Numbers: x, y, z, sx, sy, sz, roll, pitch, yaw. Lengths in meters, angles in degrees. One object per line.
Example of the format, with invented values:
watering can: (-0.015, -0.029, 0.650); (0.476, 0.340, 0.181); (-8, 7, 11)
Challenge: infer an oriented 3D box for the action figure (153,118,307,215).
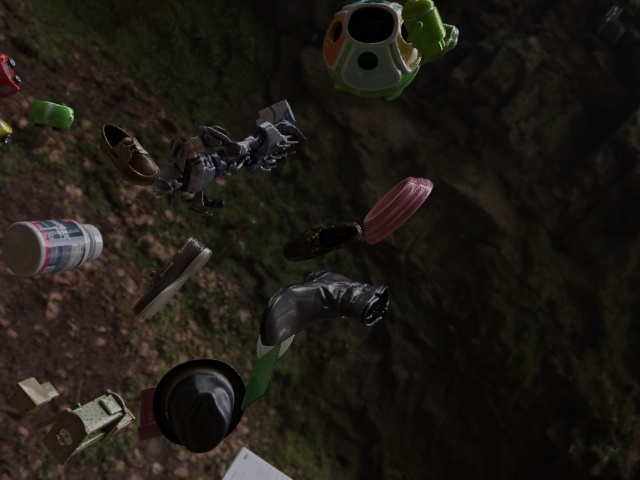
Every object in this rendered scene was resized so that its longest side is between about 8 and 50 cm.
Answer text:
action figure: (-0.165, -0.134, 1.145); (0.099, 0.285, 0.185); (52, -39, 13)

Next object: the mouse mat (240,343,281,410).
mouse mat: (-0.160, 0.367, 1.794); (0.007, 0.152, 0.190); (27, -38, -16)

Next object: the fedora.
fedora: (-0.372, 0.544, 2.100); (0.334, 0.334, 0.152); (48, 3, -27)

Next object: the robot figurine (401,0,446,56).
robot figurine: (0.196, -0.411, 1.269); (0.067, 0.101, 0.115); (-12, -59, 33)

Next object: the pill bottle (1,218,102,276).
pill bottle: (-0.536, 0.011, 1.353); (0.108, 0.108, 0.180); (34, 17, 18)

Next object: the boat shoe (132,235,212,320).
boat shoe: (-0.504, 0.123, 2.205); (0.097, 0.324, 0.116); (41, -16, 5)

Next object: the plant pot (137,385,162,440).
plant pot: (-0.590, 0.635, 2.490); (0.201, 0.201, 0.180); (118, -40, -72)

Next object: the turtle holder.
turtle holder: (0.163, -0.492, 1.720); (0.320, 0.243, 0.227); (28, -6, 9)

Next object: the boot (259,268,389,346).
boot: (0.020, 0.171, 1.657); (0.223, 0.338, 0.118); (13, -58, 30)

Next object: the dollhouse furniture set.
dollhouse furniture set: (-0.437, 0.288, 1.232); (0.161, 0.101, 0.182); (45, 20, 11)

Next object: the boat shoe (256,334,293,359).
boat shoe: (-0.136, 0.307, 2.326); (0.109, 0.305, 0.091); (22, -33, 5)

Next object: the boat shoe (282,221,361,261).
boat shoe: (0.000, 0.000, 1.647); (0.073, 0.207, 0.073); (-15, 85, -84)

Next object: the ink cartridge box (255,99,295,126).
ink cartridge box: (-0.103, -0.267, 1.462); (0.028, 0.083, 0.048); (44, 23, -68)

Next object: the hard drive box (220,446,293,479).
hard drive box: (-0.159, 0.684, 1.774); (0.232, 0.089, 0.181); (34, 16, 5)

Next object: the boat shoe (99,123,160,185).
boat shoe: (-0.684, -0.305, 2.366); (0.324, 0.123, 0.116); (35, -38, 25)

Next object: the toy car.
toy car: (-0.640, -0.281, 1.428); (0.225, 0.238, 0.053); (10, -3, 9)

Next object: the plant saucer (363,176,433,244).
plant saucer: (0.280, -0.128, 2.539); (0.084, 0.332, 0.332); (45, -18, -6)
